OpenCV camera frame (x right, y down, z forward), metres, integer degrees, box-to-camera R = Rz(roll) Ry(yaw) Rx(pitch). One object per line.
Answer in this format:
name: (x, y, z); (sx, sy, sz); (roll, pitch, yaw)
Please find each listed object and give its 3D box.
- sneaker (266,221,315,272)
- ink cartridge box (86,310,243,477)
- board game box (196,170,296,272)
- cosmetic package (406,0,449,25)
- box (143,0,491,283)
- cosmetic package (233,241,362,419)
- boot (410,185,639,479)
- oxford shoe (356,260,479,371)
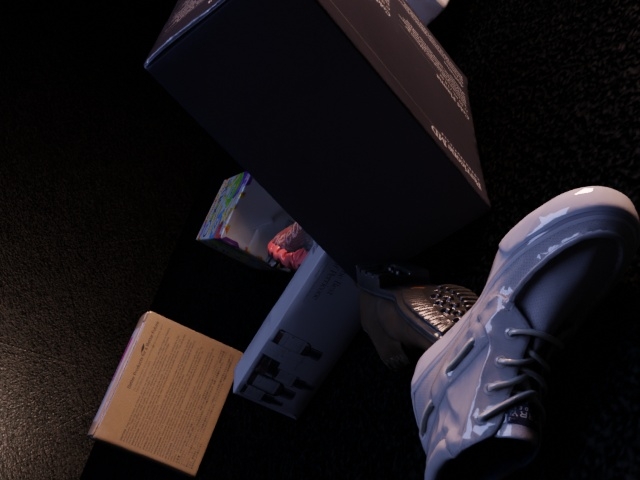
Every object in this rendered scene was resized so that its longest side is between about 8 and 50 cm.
sneaker: (0.000, 0.000, 1.232); (0.135, 0.098, 0.276); (-65, 17, -4)
ink cartridge box: (-0.270, 0.270, 1.508); (0.088, 0.193, 0.234); (-29, 36, 65)
board game box: (-0.125, -0.035, 1.631); (0.144, 0.142, 0.275); (-66, 15, -8)
cosmetic package: (0.044, -0.329, 1.351); (0.385, 0.156, 0.217); (-41, 11, 37)
box: (0.011, -0.186, 0.964); (0.179, 0.343, 0.312); (-33, 27, 23)
cosmetic package: (-0.013, 0.111, 1.089); (0.239, 0.099, 0.060); (-58, 18, 22)
boot: (0.149, 0.089, 0.616); (0.123, 0.095, 0.258); (-89, 20, -47)
oxford shoe: (0.099, 0.087, 0.822); (0.227, 0.083, 0.096); (-146, 56, -71)
